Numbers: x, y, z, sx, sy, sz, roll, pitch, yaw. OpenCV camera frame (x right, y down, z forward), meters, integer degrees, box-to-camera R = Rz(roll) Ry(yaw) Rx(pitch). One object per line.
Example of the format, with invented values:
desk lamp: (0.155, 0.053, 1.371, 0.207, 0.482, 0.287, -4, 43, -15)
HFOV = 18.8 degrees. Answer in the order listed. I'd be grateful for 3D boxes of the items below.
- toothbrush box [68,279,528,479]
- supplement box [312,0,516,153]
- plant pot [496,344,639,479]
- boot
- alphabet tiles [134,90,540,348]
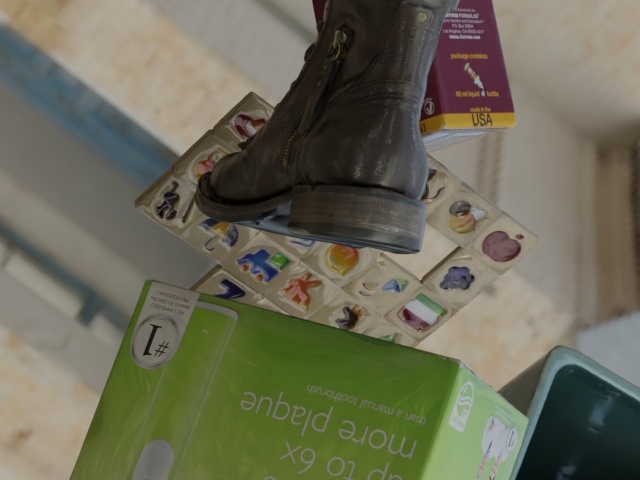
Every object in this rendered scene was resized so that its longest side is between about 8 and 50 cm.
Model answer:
toothbrush box: (-0.036, 0.188, 1.063, 0.122, 0.206, 0.283, 38, 69, -59)
supplement box: (0.059, -0.157, 1.361, 0.081, 0.188, 0.104, -5, 172, -45)
plant pot: (0.195, 0.268, 1.599, 0.247, 0.248, 0.252, -66, -166, -23)
boot: (0.019, -0.112, 1.113, 0.263, 0.091, 0.229, 9, -92, 65)
alphabet tiles: (0.000, 0.000, 1.325, 0.198, 0.237, 0.009, -41, -149, 23)
